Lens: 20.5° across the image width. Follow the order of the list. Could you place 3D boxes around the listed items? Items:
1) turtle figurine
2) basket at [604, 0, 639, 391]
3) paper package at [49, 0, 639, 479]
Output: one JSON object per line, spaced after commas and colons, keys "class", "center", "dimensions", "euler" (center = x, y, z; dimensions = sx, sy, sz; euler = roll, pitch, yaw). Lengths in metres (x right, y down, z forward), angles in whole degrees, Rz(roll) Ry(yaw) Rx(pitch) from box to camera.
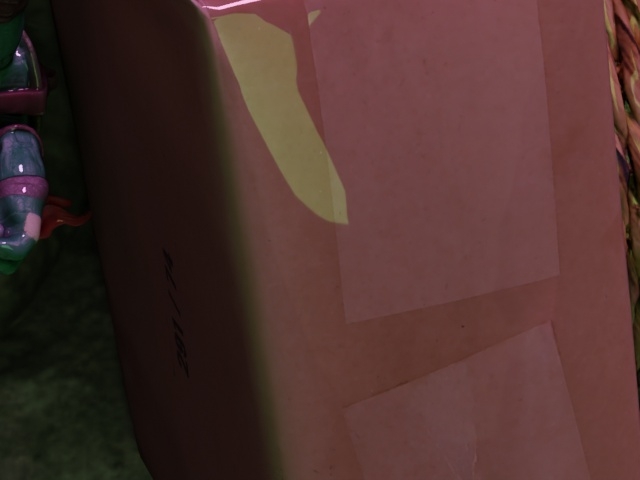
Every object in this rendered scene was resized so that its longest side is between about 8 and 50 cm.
{"class": "turtle figurine", "center": [-0.183, -0.072, 0.835], "dimensions": [0.118, 0.175, 0.234], "euler": [-41, 148, -53]}
{"class": "basket", "center": [0.171, -0.086, 0.905], "dimensions": [0.223, 0.213, 0.299], "euler": [-18, 112, -14]}
{"class": "paper package", "center": [0.000, 0.000, 0.814], "dimensions": [0.168, 0.309, 0.325], "euler": [-16, 112, -17]}
